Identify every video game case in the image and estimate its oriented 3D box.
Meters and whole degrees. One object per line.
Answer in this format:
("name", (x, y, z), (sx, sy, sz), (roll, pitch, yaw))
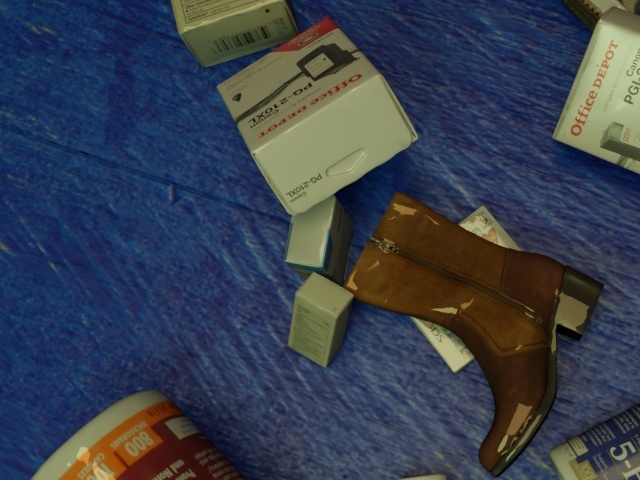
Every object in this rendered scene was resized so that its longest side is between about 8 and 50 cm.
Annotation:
("video game case", (0.181, 0.059, 1.310), (0.157, 0.019, 0.143), (-37, 74, 0))

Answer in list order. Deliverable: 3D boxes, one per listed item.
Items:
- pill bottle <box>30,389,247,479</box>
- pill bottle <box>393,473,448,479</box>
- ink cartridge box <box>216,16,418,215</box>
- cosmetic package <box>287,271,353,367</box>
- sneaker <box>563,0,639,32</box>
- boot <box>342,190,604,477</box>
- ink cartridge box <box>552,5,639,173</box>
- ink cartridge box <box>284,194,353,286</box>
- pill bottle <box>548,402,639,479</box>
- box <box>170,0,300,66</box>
("pill bottle", (-0.131, 0.375, 1.186), (0.392, 0.224, 0.224), (43, 87, 16))
("pill bottle", (0.122, 0.331, 1.234), (0.067, 0.067, 0.120), (-10, 76, 7))
("ink cartridge box", (-0.011, -0.154, 1.282), (0.172, 0.100, 0.237), (-32, 31, 2))
("cosmetic package", (-0.001, 0.096, 1.282), (0.060, 0.115, 0.041), (31, 55, 14))
("sneaker", (0.344, -0.377, 1.338), (0.153, 0.099, 0.282), (-41, 81, 4))
("boot", (0.150, 0.103, 1.248), (0.280, 0.096, 0.264), (23, 83, 14))
("ink cartridge box", (0.402, -0.157, 1.250), (0.217, 0.092, 0.159), (25, 119, 16))
("ink cartridge box", (0.000, 0.000, 1.302), (0.052, 0.122, 0.089), (7, 78, 15))
("pill bottle", (0.360, 0.241, 1.191), (0.186, 0.112, 0.112), (-28, 74, 3))
("box", (-0.139, -0.406, 1.417), (0.147, 0.121, 0.311), (-15, 75, 6))
